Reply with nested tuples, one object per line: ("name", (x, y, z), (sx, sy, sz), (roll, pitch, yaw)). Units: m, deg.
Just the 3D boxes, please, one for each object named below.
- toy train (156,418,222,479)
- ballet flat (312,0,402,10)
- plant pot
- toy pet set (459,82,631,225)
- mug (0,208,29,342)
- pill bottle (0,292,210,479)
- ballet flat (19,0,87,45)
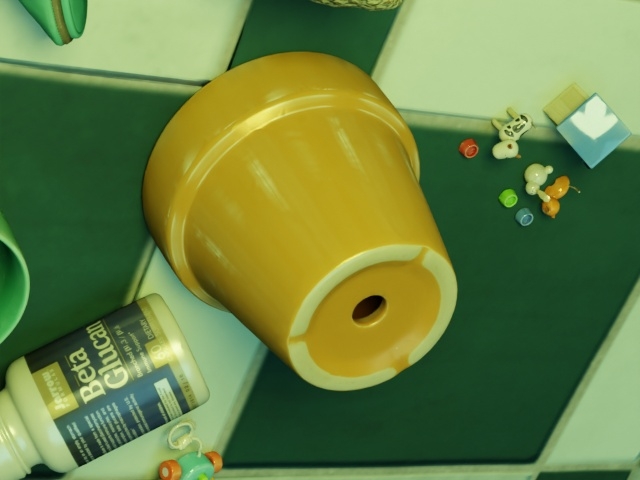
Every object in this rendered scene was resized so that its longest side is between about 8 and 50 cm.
("toy train", (-0.146, 0.227, 1.361), (0.166, 0.046, 0.125), (-41, 148, -7))
("ballet flat", (0.067, -0.345, 0.942), (0.182, 0.164, 0.482), (20, 124, 3))
("plant pot", (0.000, 0.000, 1.182), (0.205, 0.188, 0.205), (-16, 132, -18))
("toy pet set", (0.193, -0.061, 1.330), (0.114, 0.065, 0.122), (-41, 135, 6))
("mug", (-0.279, 0.009, 1.092), (0.158, 0.097, 0.129), (17, 117, -38))
("pill bottle", (-0.177, 0.116, 1.241), (0.169, 0.094, 0.094), (-27, 135, -9))
("ballet flat", (-0.188, -0.228, 0.975), (0.087, 0.083, 0.247), (1, 129, -1))
